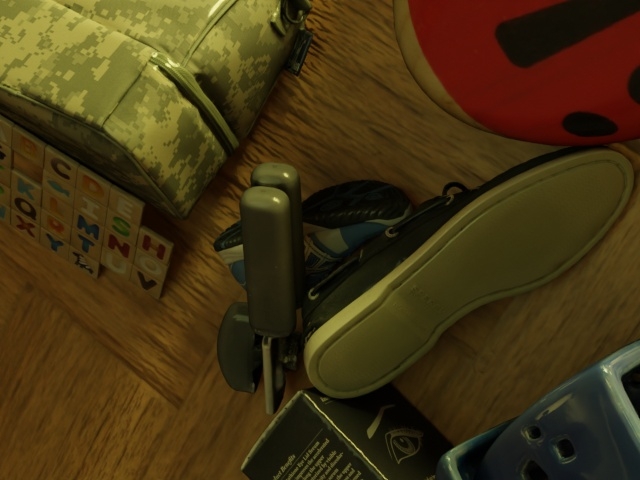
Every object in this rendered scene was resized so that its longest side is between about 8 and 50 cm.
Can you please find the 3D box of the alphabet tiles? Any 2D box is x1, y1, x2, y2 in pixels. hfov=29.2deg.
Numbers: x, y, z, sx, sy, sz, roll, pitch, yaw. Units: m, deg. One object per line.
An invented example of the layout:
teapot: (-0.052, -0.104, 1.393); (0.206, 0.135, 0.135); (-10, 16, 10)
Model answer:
alphabet tiles: (-0.263, -0.026, 1.309); (0.237, 0.009, 0.198); (32, 147, 5)

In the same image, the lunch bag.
lunch bag: (-0.191, -0.201, 1.225); (0.305, 0.212, 0.256); (28, 81, 25)

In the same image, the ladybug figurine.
ladybug figurine: (0.220, -0.206, 0.950); (0.305, 0.162, 0.449); (52, 141, -12)

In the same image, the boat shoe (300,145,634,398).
boat shoe: (0.120, 0.007, 1.122); (0.340, 0.127, 0.113); (-40, 36, 11)

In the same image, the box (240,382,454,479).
box: (0.055, 0.233, 1.153); (0.207, 0.153, 0.108); (44, 112, 20)

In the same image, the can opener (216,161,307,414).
can opener: (-0.065, 0.052, 1.176); (0.095, 0.076, 0.284); (7, 130, 11)

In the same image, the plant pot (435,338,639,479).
plant pot: (0.247, 0.221, 1.011); (0.212, 0.236, 0.236); (-33, 77, 33)

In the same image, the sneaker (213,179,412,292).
sneaker: (0.000, 0.000, 1.221); (0.211, 0.080, 0.081); (-16, 109, 27)
